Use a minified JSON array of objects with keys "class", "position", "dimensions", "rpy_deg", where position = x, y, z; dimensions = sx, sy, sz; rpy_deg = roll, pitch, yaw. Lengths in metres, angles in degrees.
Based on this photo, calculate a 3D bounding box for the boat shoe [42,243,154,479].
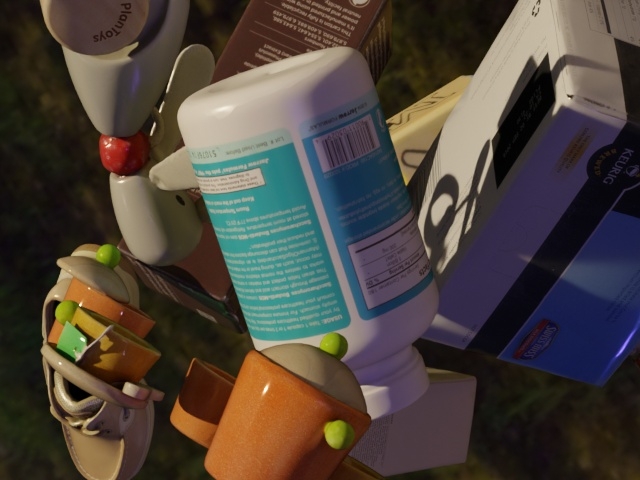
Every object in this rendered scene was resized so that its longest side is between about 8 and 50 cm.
[{"class":"boat shoe","position":[-0.239,0.149,1.547],"dimensions":[0.109,0.098,0.302],"rpy_deg":[16,128,16]}]

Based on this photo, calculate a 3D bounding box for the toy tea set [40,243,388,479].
[{"class":"toy tea set","position":[-0.076,0.086,1.099],"dimensions":[0.336,0.124,0.200],"rpy_deg":[29,178,22]}]

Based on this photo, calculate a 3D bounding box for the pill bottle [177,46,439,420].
[{"class":"pill bottle","position":[0.000,0.000,1.121],"dimensions":[0.146,0.146,0.264],"rpy_deg":[11,120,65]}]

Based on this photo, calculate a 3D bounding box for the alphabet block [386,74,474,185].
[{"class":"alphabet block","position":[0.197,-0.118,2.239],"dimensions":[0.192,0.197,0.193],"rpy_deg":[61,173,-8]}]

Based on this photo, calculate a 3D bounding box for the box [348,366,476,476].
[{"class":"box","position":[0.072,0.207,1.744],"dimensions":[0.094,0.275,0.113],"rpy_deg":[9,92,34]}]

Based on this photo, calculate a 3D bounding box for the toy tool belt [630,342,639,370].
[{"class":"toy tool belt","position":[0.376,0.108,1.754],"dimensions":[0.083,0.051,0.052],"rpy_deg":[62,180,25]}]

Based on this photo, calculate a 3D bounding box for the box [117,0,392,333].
[{"class":"box","position":[-0.062,-0.105,1.644],"dimensions":[0.143,0.381,0.191],"rpy_deg":[24,168,9]}]

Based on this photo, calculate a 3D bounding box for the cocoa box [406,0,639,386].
[{"class":"cocoa box","position":[0.258,-0.060,1.517],"dimensions":[0.231,0.228,0.347],"rpy_deg":[-89,21,-45]}]

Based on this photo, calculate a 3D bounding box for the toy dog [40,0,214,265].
[{"class":"toy dog","position":[-0.128,-0.143,1.275],"dimensions":[0.333,0.161,0.220],"rpy_deg":[79,177,-56]}]
